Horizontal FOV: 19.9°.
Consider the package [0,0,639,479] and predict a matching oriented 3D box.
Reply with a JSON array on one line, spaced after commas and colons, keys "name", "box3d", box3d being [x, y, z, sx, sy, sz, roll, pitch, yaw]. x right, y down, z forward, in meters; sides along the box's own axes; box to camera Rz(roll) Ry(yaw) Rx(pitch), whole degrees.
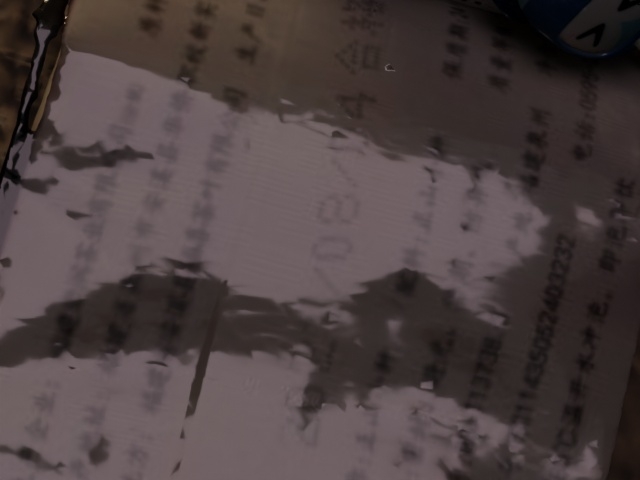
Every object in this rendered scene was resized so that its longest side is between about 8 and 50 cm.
[{"name": "package", "box3d": [0.000, 0.000, 0.555, 0.204, 0.062, 0.251, 14, 66, -5]}]

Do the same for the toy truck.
[{"name": "toy truck", "box3d": [0.104, -0.070, 0.562, 0.090, 0.056, 0.073, 51, 37, 8]}]
